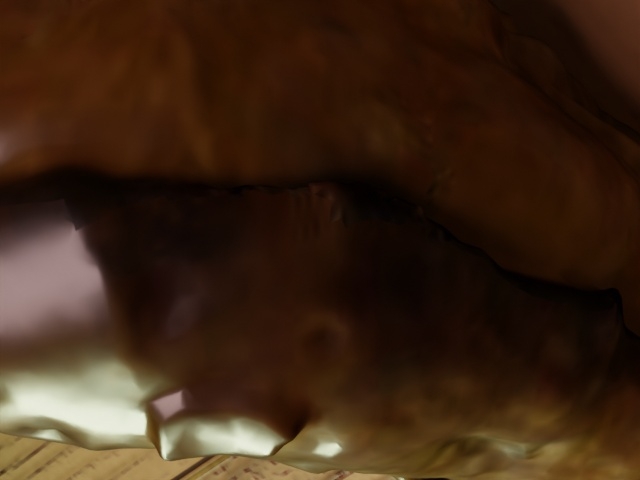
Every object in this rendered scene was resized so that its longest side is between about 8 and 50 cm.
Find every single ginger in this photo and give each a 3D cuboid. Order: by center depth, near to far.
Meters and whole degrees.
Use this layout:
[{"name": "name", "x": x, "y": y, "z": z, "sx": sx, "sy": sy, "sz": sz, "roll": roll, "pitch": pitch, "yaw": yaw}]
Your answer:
[{"name": "ginger", "x": 0.000, "y": 0.000, "z": 0.430, "sx": 0.321, "sy": 0.165, "sz": 0.172, "roll": 19, "pitch": 111, "yaw": -14}]
